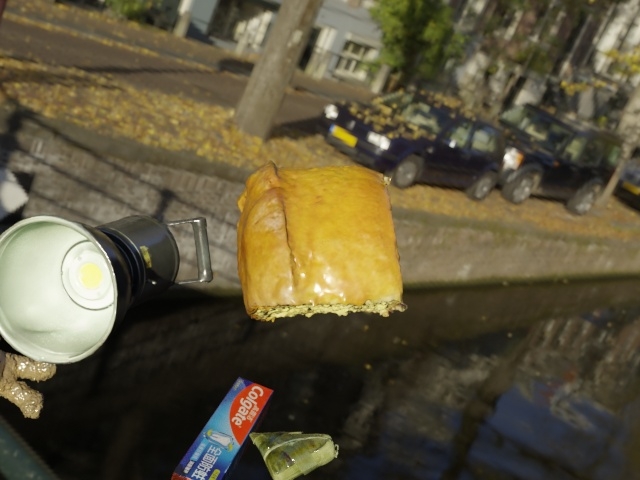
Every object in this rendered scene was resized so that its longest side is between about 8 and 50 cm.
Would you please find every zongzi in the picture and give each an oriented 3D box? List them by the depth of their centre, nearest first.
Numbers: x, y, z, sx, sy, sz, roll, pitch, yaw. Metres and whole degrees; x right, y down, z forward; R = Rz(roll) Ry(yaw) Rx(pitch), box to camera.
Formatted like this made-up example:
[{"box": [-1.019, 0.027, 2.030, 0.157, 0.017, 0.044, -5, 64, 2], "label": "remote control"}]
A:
[{"box": [-0.040, 0.305, 1.410, 0.109, 0.055, 0.119, -22, 34, -14], "label": "zongzi"}]

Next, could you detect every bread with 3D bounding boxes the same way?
[{"box": [0.000, 0.000, 1.079, 0.194, 0.179, 0.340, -2, -8, 1], "label": "bread"}]

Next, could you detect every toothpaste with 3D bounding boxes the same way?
[{"box": [-0.167, 0.348, 1.611, 0.076, 0.066, 0.320, 20, 25, 6], "label": "toothpaste"}]

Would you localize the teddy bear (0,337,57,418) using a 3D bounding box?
[{"box": [-0.469, 0.188, 1.336, 0.160, 0.119, 0.078, 23, -10, -25], "label": "teddy bear"}]

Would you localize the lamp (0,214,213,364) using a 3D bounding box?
[{"box": [-0.237, 0.032, 0.997, 0.172, 0.147, 0.227, -5, 7, 16], "label": "lamp"}]
